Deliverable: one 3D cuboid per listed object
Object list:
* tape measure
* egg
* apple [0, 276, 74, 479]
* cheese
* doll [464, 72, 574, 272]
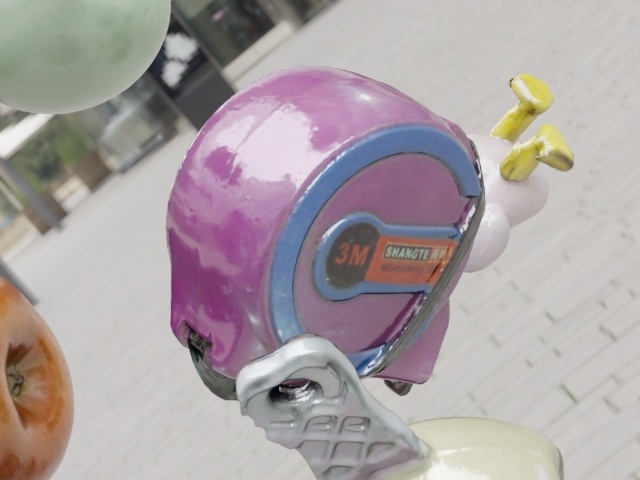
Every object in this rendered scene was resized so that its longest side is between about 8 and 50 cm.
[{"bbox_3d":[0.000,0.000,1.000,0.149,0.231,0.245,32,109,43],"label":"tape measure"},{"bbox_3d":[-0.277,-0.237,1.466,0.282,0.203,0.203,-5,31,43],"label":"egg"},{"bbox_3d":[-0.332,0.137,1.192,0.206,0.252,0.272,-3,-16,16],"label":"apple"},{"bbox_3d":[0.036,0.084,0.437,0.092,0.171,0.048,-16,40,0],"label":"cheese"},{"bbox_3d":[0.078,0.011,1.231,0.365,0.094,0.160,-39,32,25],"label":"doll"}]
